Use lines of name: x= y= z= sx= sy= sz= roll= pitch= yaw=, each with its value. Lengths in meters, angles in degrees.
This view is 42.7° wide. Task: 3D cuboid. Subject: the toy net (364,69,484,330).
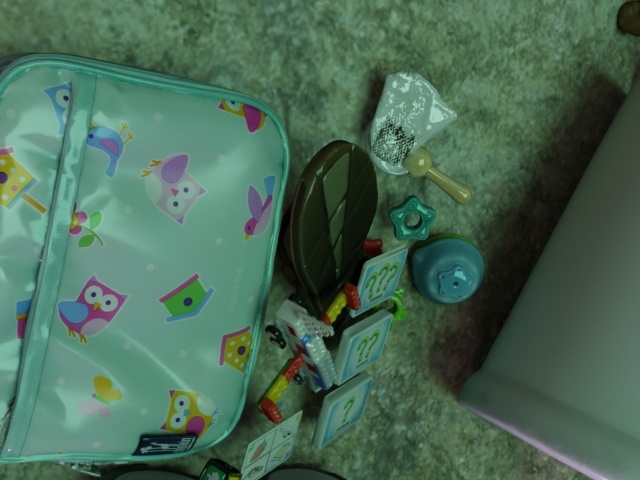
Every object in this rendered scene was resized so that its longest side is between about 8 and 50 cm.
toy net: x=0.075 y=-0.036 z=0.732 sx=0.122 sy=0.045 sz=0.232 roll=-14 pitch=110 yaw=2

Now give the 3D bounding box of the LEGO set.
LEGO set: x=0.005 y=0.113 z=0.639 sx=0.244 sy=0.060 sz=0.183 roll=-18 pitch=128 yaw=-56

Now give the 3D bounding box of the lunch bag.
lunch bag: x=-0.148 y=0.020 z=0.560 sx=0.224 sy=0.108 sz=0.279 roll=7 pitch=98 yaw=-34

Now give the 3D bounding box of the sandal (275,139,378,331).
sandal: x=0.000 y=0.000 z=0.646 sx=0.090 sy=0.060 sz=0.219 roll=-50 pitch=158 yaw=-19

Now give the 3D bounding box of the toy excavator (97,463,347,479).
toy excavator: x=-0.060 y=0.335 z=0.498 sx=0.432 sy=0.445 sz=0.222 roll=9 pitch=98 yaw=-34

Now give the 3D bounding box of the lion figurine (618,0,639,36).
lion figurine: x=0.456 y=-0.322 z=0.770 sx=0.142 sy=0.240 sz=0.392 roll=10 pitch=98 yaw=-34

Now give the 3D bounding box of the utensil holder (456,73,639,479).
utensil holder: x=0.361 y=0.062 z=0.767 sx=0.327 sy=0.327 sz=0.386 roll=32 pitch=84 yaw=-34
